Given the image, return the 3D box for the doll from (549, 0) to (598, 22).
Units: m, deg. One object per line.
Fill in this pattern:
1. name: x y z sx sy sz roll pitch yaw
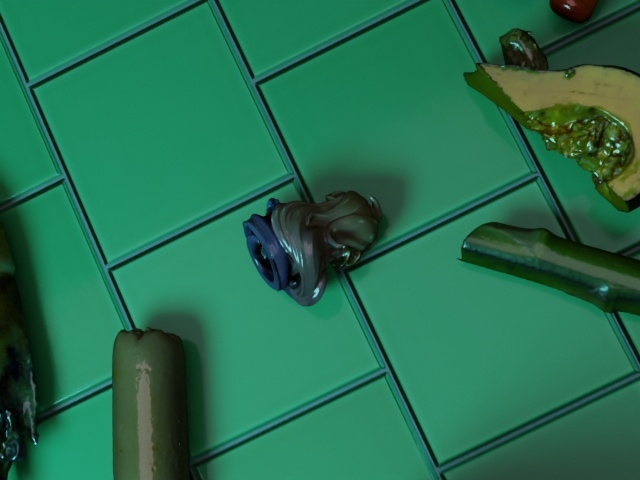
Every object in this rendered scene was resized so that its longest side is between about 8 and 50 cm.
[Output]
1. doll: 0.317 -0.420 1.538 0.199 0.105 0.336 25 92 14

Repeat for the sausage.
1. sausage: -0.188 0.239 1.499 0.086 0.086 0.289 -4 78 8

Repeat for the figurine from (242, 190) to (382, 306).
1. figurine: -0.003 0.002 1.499 0.157 0.114 0.126 -19 93 3

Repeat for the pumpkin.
1. pumpkin: 0.283 -0.150 1.478 0.248 0.131 0.126 41 96 8

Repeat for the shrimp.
1. shrimp: -0.458 0.121 1.566 0.272 0.085 0.445 -26 74 9

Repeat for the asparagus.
1. asparagus: 0.290 0.034 1.478 0.277 0.060 0.067 19 103 11
